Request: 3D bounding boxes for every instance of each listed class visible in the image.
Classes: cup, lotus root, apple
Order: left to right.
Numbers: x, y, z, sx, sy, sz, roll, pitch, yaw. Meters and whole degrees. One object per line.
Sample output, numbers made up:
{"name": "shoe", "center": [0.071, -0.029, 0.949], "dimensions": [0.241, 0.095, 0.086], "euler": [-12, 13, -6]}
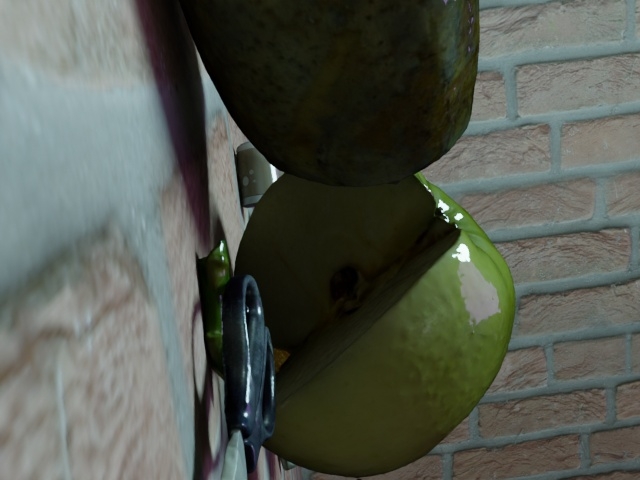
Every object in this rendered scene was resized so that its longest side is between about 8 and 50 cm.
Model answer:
{"name": "cup", "center": [-0.096, -0.106, 1.051], "dimensions": [0.102, 0.074, 0.099], "euler": [125, -43, -85]}
{"name": "lotus root", "center": [0.000, -0.220, 0.482], "dimensions": [0.346, 0.250, 0.250], "euler": [74, 4, -48]}
{"name": "apple", "center": [0.055, 0.072, 0.628], "dimensions": [0.233, 0.258, 0.295], "euler": [32, 25, -34]}

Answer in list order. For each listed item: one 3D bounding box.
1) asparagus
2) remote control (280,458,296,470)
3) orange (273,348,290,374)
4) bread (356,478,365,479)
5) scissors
{"name": "asparagus", "center": [-0.070, 0.054, 0.450], "dimensions": [0.025, 0.021, 0.108], "euler": [56, 26, -80]}
{"name": "remote control", "center": [-0.073, 0.296, 1.263], "dimensions": [0.310, 0.038, 0.090], "euler": [-102, -176, -50]}
{"name": "orange", "center": [0.032, 0.127, 0.941], "dimensions": [0.274, 0.274, 0.274], "euler": [173, -90, -87]}
{"name": "bread", "center": [0.018, 0.320, 0.559], "dimensions": [0.224, 0.142, 0.212], "euler": [-119, -156, -83]}
{"name": "scissors", "center": [-0.046, 0.122, 0.345], "dimensions": [0.300, 0.022, 0.109], "euler": [-89, 170, -64]}
